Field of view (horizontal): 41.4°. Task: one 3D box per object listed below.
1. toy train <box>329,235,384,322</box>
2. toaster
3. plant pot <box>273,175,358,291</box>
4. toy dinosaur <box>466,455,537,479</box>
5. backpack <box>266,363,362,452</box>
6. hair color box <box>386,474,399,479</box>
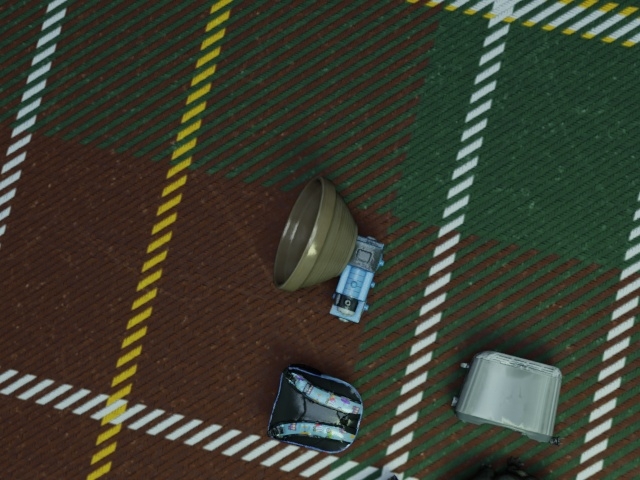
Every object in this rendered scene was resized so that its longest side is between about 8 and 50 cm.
[{"bbox_3d":[0.074,0.077,1.712,0.080,0.105,0.184,19,86,7],"label":"toy train"},{"bbox_3d":[0.376,0.302,1.649,0.227,0.129,0.146,14,83,8],"label":"toaster"},{"bbox_3d":[0.000,0.000,1.681,0.110,0.237,0.237,21,86,-16],"label":"plant pot"},{"bbox_3d":[0.335,0.478,1.618,0.314,0.160,0.121,8,85,5],"label":"toy dinosaur"},{"bbox_3d":[-0.004,0.337,1.686,0.173,0.117,0.158,13,85,7],"label":"backpack"},{"bbox_3d":[0.160,0.655,1.644,0.185,0.110,0.338,-32,84,3],"label":"hair color box"}]
